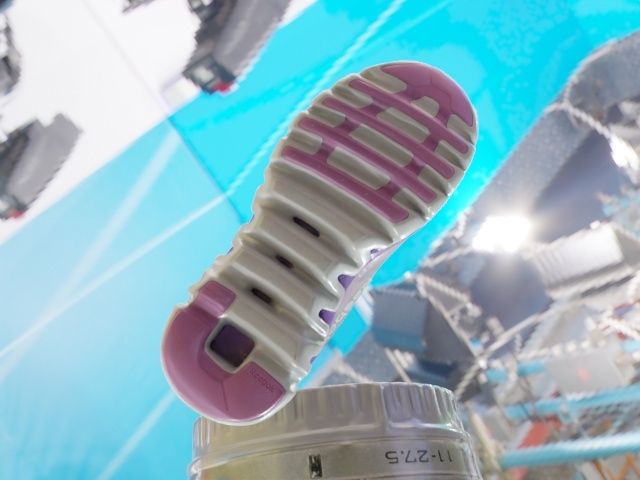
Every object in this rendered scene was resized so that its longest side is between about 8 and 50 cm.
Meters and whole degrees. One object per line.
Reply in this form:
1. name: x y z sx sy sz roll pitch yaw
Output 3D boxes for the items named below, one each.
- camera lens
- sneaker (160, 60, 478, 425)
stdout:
1. camera lens: 0.018 0.256 0.841 0.219 0.274 0.219 -6 162 -2
2. sneaker: 0.000 0.000 0.693 0.236 0.095 0.104 -52 173 -3
